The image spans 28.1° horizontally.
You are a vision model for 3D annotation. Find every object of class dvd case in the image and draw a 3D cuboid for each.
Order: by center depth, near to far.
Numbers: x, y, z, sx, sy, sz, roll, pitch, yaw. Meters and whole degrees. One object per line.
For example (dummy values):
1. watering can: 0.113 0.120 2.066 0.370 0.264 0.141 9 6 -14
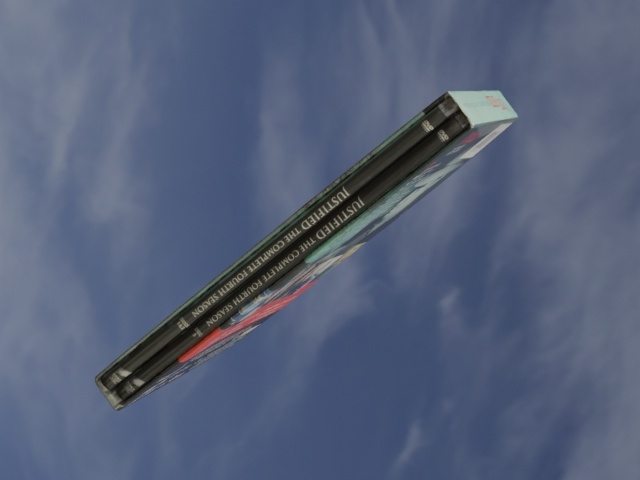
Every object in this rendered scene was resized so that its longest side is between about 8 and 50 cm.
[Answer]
1. dvd case: 0.000 0.000 0.354 0.119 0.087 0.013 -38 -94 17
